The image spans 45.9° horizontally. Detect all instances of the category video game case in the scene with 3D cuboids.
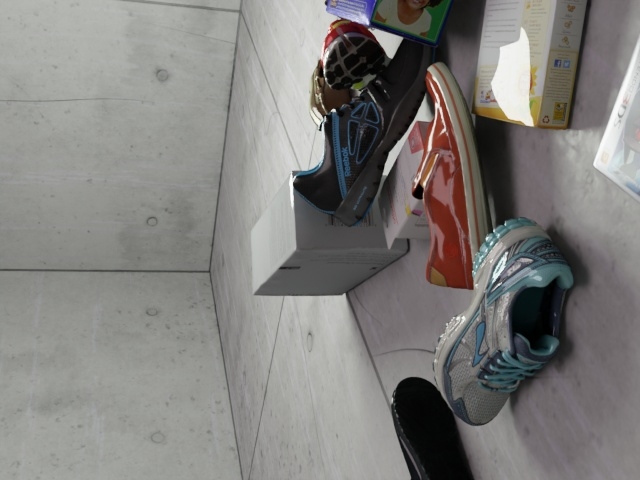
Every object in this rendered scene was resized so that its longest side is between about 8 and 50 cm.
[{"bbox_3d":[0.330,-0.107,0.674,0.201,0.023,0.183,-115,30,-57],"label":"video game case"}]

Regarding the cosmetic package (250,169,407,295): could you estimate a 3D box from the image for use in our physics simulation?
[{"bbox_3d":[0.000,0.000,1.485,0.385,0.217,0.156,130,139,-68],"label":"cosmetic package"}]

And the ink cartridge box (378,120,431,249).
[{"bbox_3d":[0.157,-0.081,1.201,0.198,0.067,0.115,115,152,-53],"label":"ink cartridge box"}]

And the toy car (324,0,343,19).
[{"bbox_3d":[0.054,-0.489,1.462,0.040,0.060,0.122,-9,-55,-64],"label":"toy car"}]

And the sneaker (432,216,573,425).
[{"bbox_3d":[0.218,0.121,0.902,0.122,0.110,0.283,-122,36,-57],"label":"sneaker"}]

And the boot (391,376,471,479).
[{"bbox_3d":[0.142,0.365,1.165,0.207,0.094,0.246,113,147,-44],"label":"boot"}]

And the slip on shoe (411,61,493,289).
[{"bbox_3d":[0.171,-0.091,1.033,0.123,0.101,0.331,33,-130,-67],"label":"slip on shoe"}]

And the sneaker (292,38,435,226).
[{"bbox_3d":[0.075,-0.197,1.225,0.341,0.139,0.125,-64,0,3],"label":"sneaker"}]

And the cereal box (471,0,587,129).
[{"bbox_3d":[0.253,-0.263,0.912,0.173,0.047,0.240,-133,47,-69],"label":"cereal box"}]

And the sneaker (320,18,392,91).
[{"bbox_3d":[0.046,-0.328,1.299,0.118,0.107,0.279,58,-165,6],"label":"sneaker"}]

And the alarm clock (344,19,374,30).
[{"bbox_3d":[0.089,-0.469,1.473,0.129,0.064,0.192,107,160,-44],"label":"alarm clock"}]

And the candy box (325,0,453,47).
[{"bbox_3d":[0.134,-0.473,1.129,0.268,0.122,0.317,-122,46,-65],"label":"candy box"}]

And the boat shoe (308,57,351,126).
[{"bbox_3d":[0.023,-0.324,1.648,0.257,0.095,0.095,-107,30,-49],"label":"boat shoe"}]
